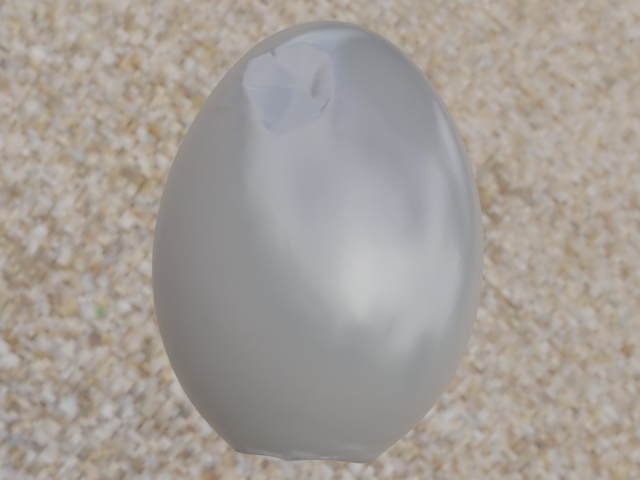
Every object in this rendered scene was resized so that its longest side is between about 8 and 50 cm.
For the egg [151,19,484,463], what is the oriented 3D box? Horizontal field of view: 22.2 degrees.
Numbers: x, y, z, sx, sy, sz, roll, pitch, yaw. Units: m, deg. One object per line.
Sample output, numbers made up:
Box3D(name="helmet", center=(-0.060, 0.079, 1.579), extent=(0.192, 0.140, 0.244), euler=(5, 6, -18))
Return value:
Box3D(name="egg", center=(0.000, 0.000, 0.863), extent=(0.176, 0.231, 0.176), euler=(7, 6, -1))
